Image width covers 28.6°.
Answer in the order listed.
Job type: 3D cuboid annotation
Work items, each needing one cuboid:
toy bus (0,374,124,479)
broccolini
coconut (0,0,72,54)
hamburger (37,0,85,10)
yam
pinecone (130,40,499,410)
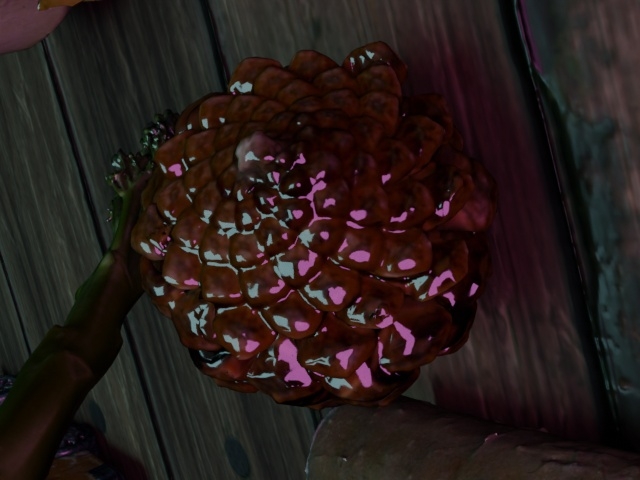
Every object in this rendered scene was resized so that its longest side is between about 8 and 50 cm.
[{"bbox_3d":[-0.301,0.246,1.122,0.323,0.194,0.162,18,121,53],"label":"toy bus"},{"bbox_3d":[-0.099,0.013,0.583,0.074,0.079,0.392,60,-169,-14],"label":"broccolini"},{"bbox_3d":[-0.255,-0.210,0.761,0.241,0.241,0.241,34,134,44],"label":"coconut"},{"bbox_3d":[-0.113,-0.230,0.565,0.149,0.237,0.237,-79,-16,-67],"label":"hamburger"},{"bbox_3d":[0.098,0.126,0.535,0.259,0.093,0.093,4,110,56],"label":"yam"},{"bbox_3d":[0.000,0.000,0.563,0.173,0.173,0.174,34,134,44],"label":"pinecone"}]
